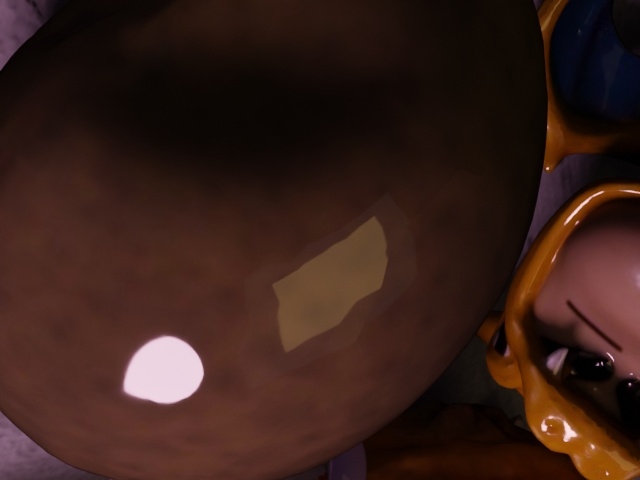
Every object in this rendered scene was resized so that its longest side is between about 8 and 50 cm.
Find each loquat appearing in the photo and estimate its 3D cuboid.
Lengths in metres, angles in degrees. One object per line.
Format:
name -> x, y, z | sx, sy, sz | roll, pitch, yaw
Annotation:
loquat -> 0.109, 0.297, 1.019 | 0.328, 0.328, 0.328 | -25, 139, -24

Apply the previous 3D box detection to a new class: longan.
longan -> -0.026, -0.030, 0.620 | 0.350, 0.288, 0.288 | -50, 144, -6

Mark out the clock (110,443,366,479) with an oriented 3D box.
clock -> -0.050, 0.199, 0.898 | 0.198, 0.172, 0.064 | -19, 137, -30

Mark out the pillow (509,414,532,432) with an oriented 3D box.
pillow -> 0.136, 0.297, 1.253 | 0.270, 0.067, 0.173 | -45, 147, 3

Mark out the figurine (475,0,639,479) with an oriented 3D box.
figurine -> 0.299, -0.008, 0.951 | 0.387, 0.268, 0.401 | -54, 147, 9
